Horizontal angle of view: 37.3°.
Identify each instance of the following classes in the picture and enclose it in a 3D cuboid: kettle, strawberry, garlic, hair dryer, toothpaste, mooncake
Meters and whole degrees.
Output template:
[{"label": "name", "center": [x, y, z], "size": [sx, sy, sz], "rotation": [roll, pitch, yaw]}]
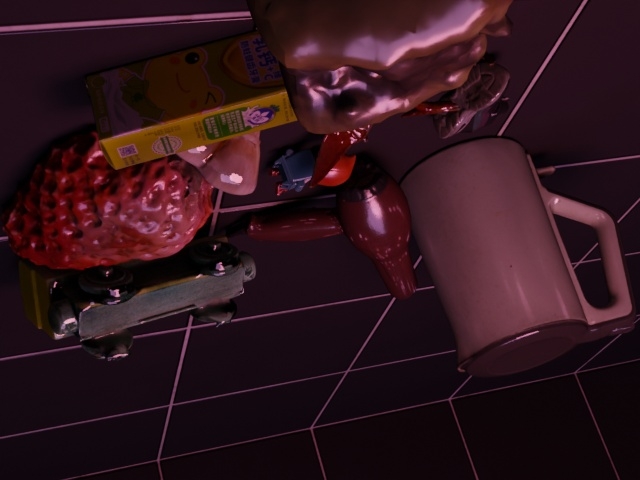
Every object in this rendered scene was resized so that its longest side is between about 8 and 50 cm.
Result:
[{"label": "kettle", "center": [0.363, 0.025, 1.705], "size": [0.361, 0.376, 0.250], "rotation": [-13, 154, -7]}, {"label": "strawberry", "center": [-0.320, -0.033, 1.432], "size": [0.336, 0.149, 0.265], "rotation": [-24, 155, 17]}, {"label": "garlic", "center": [-0.153, -0.140, 1.358], "size": [0.174, 0.124, 0.099], "rotation": [31, 143, -32]}, {"label": "hair dryer", "center": [0.000, 0.000, 1.709], "size": [0.341, 0.123, 0.312], "rotation": [-6, 137, 12]}, {"label": "toothpaste", "center": [-0.142, -0.196, 1.256], "size": [0.328, 0.110, 0.077], "rotation": [-16, 152, -4]}, {"label": "mooncake", "center": [0.048, -0.249, 0.937], "size": [0.246, 0.394, 0.393], "rotation": [-22, 129, 4]}]

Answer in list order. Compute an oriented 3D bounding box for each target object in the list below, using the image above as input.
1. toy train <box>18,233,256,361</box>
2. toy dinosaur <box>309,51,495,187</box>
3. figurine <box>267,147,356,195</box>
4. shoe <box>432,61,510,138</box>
[{"label": "toy train", "center": [-0.298, 0.072, 1.604], "size": [0.369, 0.237, 0.150], "rotation": [-14, 115, -33]}, {"label": "toy dinosaur", "center": [0.108, -0.194, 1.417], "size": [0.327, 0.112, 0.206], "rotation": [-18, 150, 11]}, {"label": "figurine", "center": [-0.010, -0.119, 1.551], "size": [0.140, 0.068, 0.075], "rotation": [-13, 169, -20]}, {"label": "shoe", "center": [0.259, -0.221, 1.510], "size": [0.099, 0.071, 0.169], "rotation": [-3, 155, -34]}]
